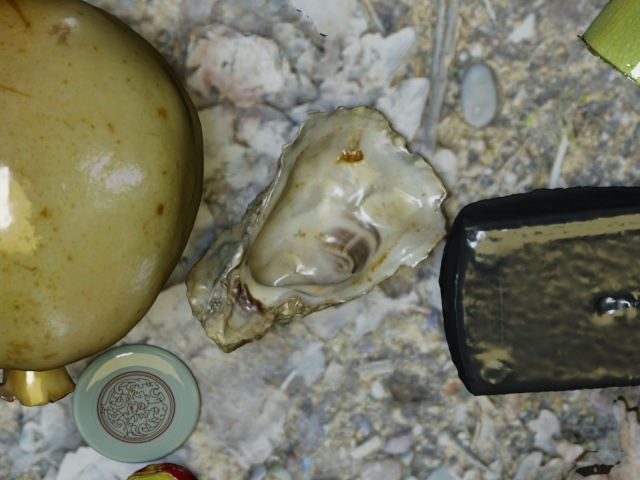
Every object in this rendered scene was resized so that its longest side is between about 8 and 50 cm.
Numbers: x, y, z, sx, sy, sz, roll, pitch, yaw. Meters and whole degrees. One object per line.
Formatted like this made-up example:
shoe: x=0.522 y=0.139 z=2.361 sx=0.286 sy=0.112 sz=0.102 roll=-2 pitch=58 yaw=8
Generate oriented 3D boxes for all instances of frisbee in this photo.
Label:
frisbee: x=-0.157 y=0.141 z=1.642 sx=0.110 sy=0.014 sz=0.110 roll=-2 pitch=108 yaw=-5

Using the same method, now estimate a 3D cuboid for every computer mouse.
computer mouse: x=0.233 y=0.036 z=1.601 sx=0.269 sy=0.100 sz=0.170 roll=-3 pitch=107 yaw=0

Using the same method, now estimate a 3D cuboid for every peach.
peach: x=-0.131 y=0.230 z=1.655 sx=0.077 sy=0.050 sz=0.083 roll=-7 pitch=101 yaw=21

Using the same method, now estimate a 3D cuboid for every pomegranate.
pomegranate: x=-0.232 y=-0.030 z=1.434 sx=0.319 sy=0.319 sz=0.319 roll=-2 pitch=109 yaw=-5

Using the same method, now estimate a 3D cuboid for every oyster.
oyster: x=-0.015 y=-0.004 z=1.574 sx=0.233 sy=0.107 sz=0.161 roll=-45 pitch=103 yaw=-10

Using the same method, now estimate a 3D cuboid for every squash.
squash: x=0.308 y=-0.193 z=1.522 sx=0.123 sy=0.123 sz=0.186 roll=37 pitch=102 yaw=-16
